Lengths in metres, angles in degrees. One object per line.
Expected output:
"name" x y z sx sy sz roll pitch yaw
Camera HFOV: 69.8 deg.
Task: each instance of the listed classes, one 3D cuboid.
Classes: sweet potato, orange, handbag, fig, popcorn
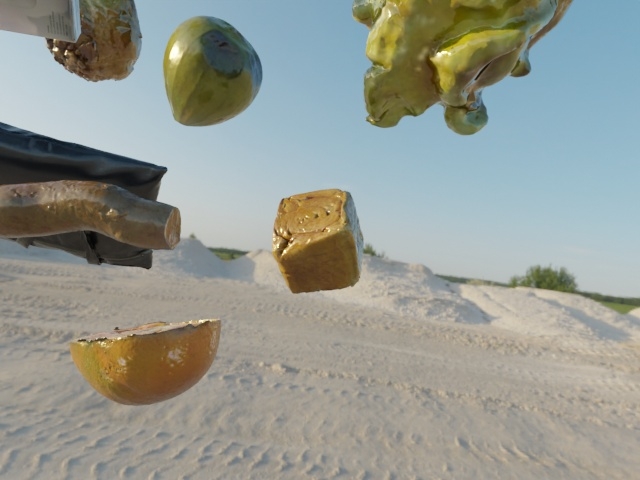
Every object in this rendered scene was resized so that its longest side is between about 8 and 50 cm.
"sweet potato" -0.290 -0.033 0.474 0.281 0.067 0.059 5 8 -1
"orange" -0.375 0.226 0.983 0.310 0.274 0.274 24 4 24
"handbag" -0.348 -0.051 0.628 0.254 0.088 0.211 13 -46 -13
"fig" -0.282 -0.403 1.134 0.239 0.271 0.239 40 20 -17
"popcorn" 0.196 -0.342 0.680 0.274 0.279 0.335 21 -31 -19

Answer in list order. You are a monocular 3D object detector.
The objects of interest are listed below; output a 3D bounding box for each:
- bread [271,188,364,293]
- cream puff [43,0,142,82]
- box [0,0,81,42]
"bread" 0.000 0.000 0.868 0.158 0.149 0.143 -14 -52 14
"cream puff" -0.608 -0.580 1.173 0.231 0.343 0.327 -19 43 -23
"box" -0.409 -0.356 0.630 0.129 0.130 0.051 4 39 -18
